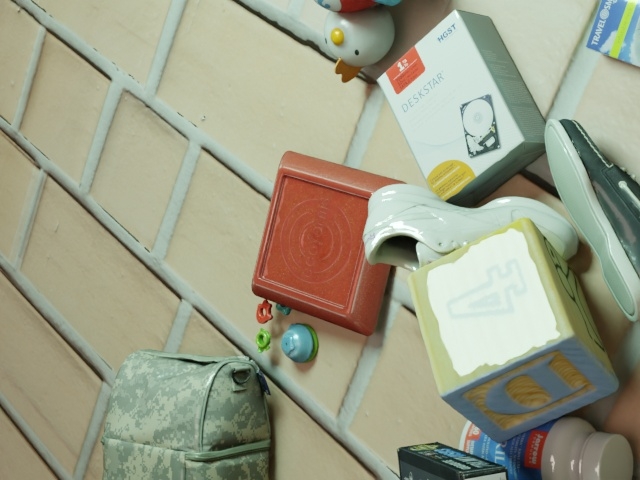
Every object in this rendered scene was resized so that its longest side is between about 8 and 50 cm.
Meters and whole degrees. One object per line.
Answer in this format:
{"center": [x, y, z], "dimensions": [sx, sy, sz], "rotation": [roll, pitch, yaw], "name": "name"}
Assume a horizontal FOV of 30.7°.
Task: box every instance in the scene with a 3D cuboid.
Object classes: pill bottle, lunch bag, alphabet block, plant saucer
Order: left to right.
{"center": [-0.237, 0.327, 2.087], "dimensions": [0.305, 0.212, 0.256], "rotation": [1, 92, 43], "name": "lunch bag"}
{"center": [0.000, 0.000, 1.922], "dimensions": [0.259, 0.047, 0.259], "rotation": [18, 98, 34], "name": "plant saucer"}
{"center": [0.256, 0.122, 1.558], "dimensions": [0.193, 0.192, 0.197], "rotation": [-27, 50, 17], "name": "alphabet block"}
{"center": [0.313, 0.301, 1.616], "dimensions": [0.221, 0.124, 0.124], "rotation": [-2, 89, 44], "name": "pill bottle"}

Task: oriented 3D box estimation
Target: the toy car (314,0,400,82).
{"center": [0.051, -0.352, 1.816], "dimensions": [0.219, 0.210, 0.238], "rotation": [22, 119, 30], "name": "toy car"}

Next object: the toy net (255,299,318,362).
{"center": [-0.050, 0.092, 2.020], "dimensions": [0.122, 0.045, 0.232], "rotation": [15, 100, 44], "name": "toy net"}

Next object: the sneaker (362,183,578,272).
{"center": [0.207, 0.011, 1.644], "dimensions": [0.305, 0.152, 0.114], "rotation": [6, 133, 12], "name": "sneaker"}

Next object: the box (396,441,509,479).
{"center": [0.188, 0.437, 1.582], "dimensions": [0.295, 0.073, 0.293], "rotation": [167, 99, -77], "name": "box"}

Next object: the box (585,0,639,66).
{"center": [0.432, -0.285, 1.542], "dimensions": [0.178, 0.042, 0.109], "rotation": [30, 111, 39], "name": "box"}

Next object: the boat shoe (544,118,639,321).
{"center": [0.393, -0.039, 1.557], "dimensions": [0.114, 0.091, 0.303], "rotation": [86, 163, -73], "name": "boat shoe"}

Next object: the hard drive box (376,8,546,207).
{"center": [0.212, -0.191, 1.725], "dimensions": [0.181, 0.089, 0.232], "rotation": [-40, 64, 37], "name": "hard drive box"}
